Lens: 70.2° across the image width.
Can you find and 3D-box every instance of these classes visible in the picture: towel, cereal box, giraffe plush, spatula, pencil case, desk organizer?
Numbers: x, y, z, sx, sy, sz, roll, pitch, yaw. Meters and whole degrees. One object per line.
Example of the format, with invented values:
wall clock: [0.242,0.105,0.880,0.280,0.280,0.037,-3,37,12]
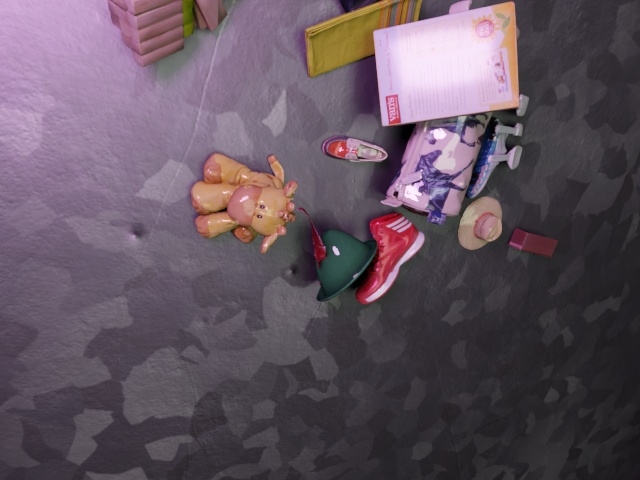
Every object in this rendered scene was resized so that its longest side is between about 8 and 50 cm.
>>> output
towel: [0.082,-0.384,0.854,0.237,0.021,0.102,-25,148,-12]
cereal box: [0.222,-0.306,0.816,0.240,0.047,0.173,-3,100,19]
giraffe plush: [-0.120,-0.061,0.834,0.210,0.170,0.182,-10,114,-20]
spatula: [0.424,-0.240,1.012,0.242,0.019,0.168,-17,119,-53]
pencil case: [0.259,-0.245,0.928,0.183,0.159,0.411,-6,116,-50]
desk organizer: [0.580,0.007,1.239,0.130,0.047,0.050,11,103,-27]

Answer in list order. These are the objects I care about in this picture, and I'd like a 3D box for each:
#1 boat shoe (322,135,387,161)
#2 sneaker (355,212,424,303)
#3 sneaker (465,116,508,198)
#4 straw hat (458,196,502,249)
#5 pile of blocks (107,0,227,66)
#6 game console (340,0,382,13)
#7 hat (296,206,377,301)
boat shoe: [0.072,-0.185,0.942,0.137,0.043,0.049,3,111,-23]
sneaker: [0.128,0.029,1.043,0.128,0.087,0.221,44,77,-22]
sneaker: [0.395,-0.186,1.070,0.082,0.071,0.191,10,106,-32]
straw hat: [0.421,-0.032,1.145,0.144,0.061,0.145,-8,113,-20]
pile of blocks: [-0.195,-0.436,0.705,0.112,0.149,0.362,39,81,12]
game console: [0.168,-0.559,0.834,0.361,0.044,0.213,-43,119,-3]
hat: [0.000,0.000,0.937,0.183,0.208,0.173,43,45,-10]
